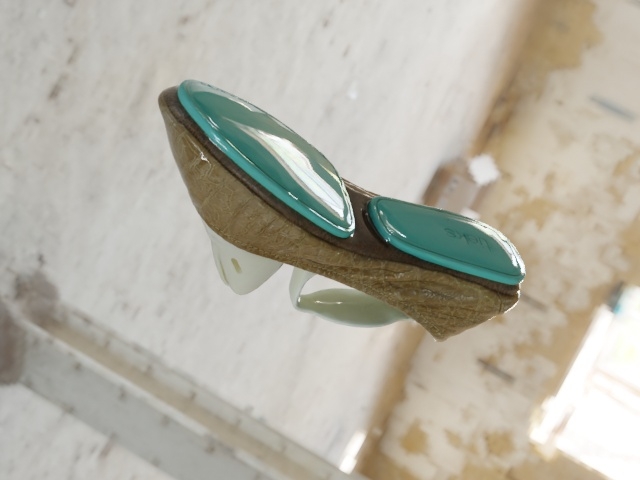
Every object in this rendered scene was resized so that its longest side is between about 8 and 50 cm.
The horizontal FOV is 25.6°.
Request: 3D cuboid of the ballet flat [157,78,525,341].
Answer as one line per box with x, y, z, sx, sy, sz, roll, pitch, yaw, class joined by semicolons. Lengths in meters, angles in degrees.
0.000;0.000;1.059;0.342;0.116;0.124;23;123;-33;ballet flat
